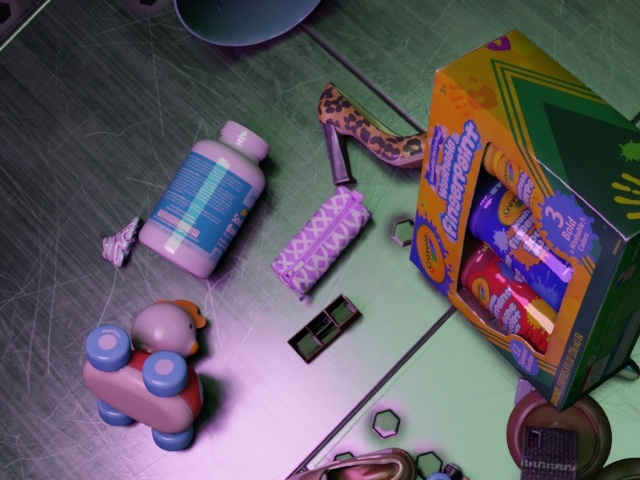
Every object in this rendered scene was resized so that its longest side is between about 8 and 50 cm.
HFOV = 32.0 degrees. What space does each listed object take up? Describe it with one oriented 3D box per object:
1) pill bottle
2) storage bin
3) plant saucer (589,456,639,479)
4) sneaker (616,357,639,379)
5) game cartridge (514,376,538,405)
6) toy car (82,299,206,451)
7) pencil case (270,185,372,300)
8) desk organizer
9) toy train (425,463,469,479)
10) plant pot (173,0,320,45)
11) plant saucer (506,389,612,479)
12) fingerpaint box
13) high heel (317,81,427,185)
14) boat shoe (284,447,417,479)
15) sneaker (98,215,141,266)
[{"bbox_3d":[-0.193,-0.076,1.953,0.146,0.146,0.264,30,85,16],"label":"pill bottle"},{"bbox_3d":[0.350,0.390,1.725,0.084,0.122,0.180,5,108,12],"label":"storage bin"},{"bbox_3d":[0.507,0.442,1.759,0.198,0.036,0.199,-3,76,11],"label":"plant saucer"},{"bbox_3d":[0.423,0.203,1.823,0.190,0.071,0.083,17,101,13],"label":"sneaker"},{"bbox_3d":[0.362,0.259,1.827,0.083,0.017,0.056,12,111,14],"label":"game cartridge"},{"bbox_3d":[-0.263,0.192,1.906,0.210,0.219,0.238,22,54,14],"label":"toy car"},{"bbox_3d":[0.000,0.000,1.930,0.086,0.088,0.206,38,86,14],"label":"pencil case"},{"bbox_3d":[0.007,0.151,1.912,0.130,0.050,0.047,-42,73,-1],"label":"desk organizer"},{"bbox_3d":[0.192,0.454,1.797,0.105,0.080,0.184,32,82,7],"label":"toy train"},{"bbox_3d":[-0.153,-0.536,1.990,0.293,0.293,0.235,-26,58,4],"label":"plant pot"},{"bbox_3d":[0.383,0.318,1.794,0.168,0.029,0.168,0,90,13],"label":"plant saucer"},{"bbox_3d":[0.318,-0.017,1.645,0.163,0.445,0.371,-30,59,-22],"label":"fingerpaint box"},{"bbox_3d":[0.122,-0.215,1.950,0.261,0.093,0.186,-14,81,16],"label":"high heel"},{"bbox_3d":[0.009,0.416,1.823,0.302,0.103,0.113,-27,73,4],"label":"boat shoe"},{"bbox_3d":[-0.371,-0.007,2.026,0.069,0.038,0.098,22,81,14],"label":"sneaker"}]
